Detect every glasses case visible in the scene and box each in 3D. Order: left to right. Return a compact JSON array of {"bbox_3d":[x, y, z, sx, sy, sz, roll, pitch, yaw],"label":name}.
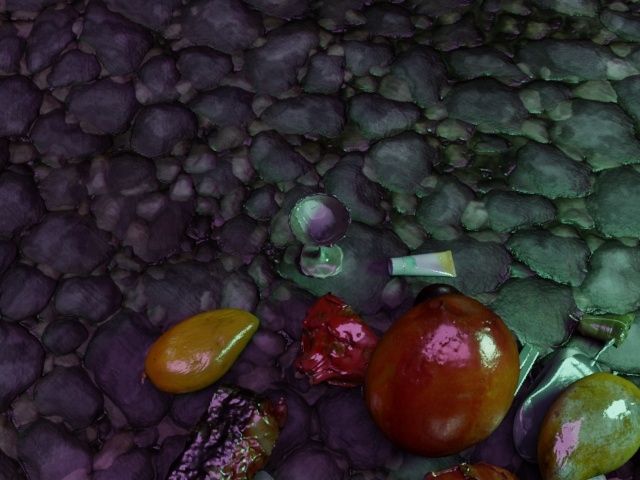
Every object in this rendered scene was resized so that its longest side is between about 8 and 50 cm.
[{"bbox_3d":[0.461,0.336,1.671,0.039,0.078,0.184,31,68,14],"label":"glasses case"}]

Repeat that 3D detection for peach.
[{"bbox_3d":[0.268,0.290,1.533,0.372,0.290,0.373,1,106,5],"label":"peach"}]

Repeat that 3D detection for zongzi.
[{"bbox_3d":[0.705,0.198,1.764,0.154,0.062,0.130,21,43,27],"label":"zongzi"}]

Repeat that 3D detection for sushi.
[{"bbox_3d":[-0.203,0.474,1.546,0.181,0.196,0.343,26,62,13],"label":"sushi"}]

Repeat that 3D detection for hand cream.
[{"bbox_3d":[0.266,0.064,1.826,0.174,0.047,0.076,-2,63,-10],"label":"hand cream"}]

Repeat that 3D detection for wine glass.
[{"bbox_3d":[0.000,0.000,1.750,0.156,0.232,0.156,-1,63,1],"label":"wine glass"}]

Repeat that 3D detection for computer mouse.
[{"bbox_3d":[0.578,0.364,1.646,0.379,0.090,0.167,-43,91,-18],"label":"computer mouse"}]

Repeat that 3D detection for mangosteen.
[{"bbox_3d":[0.302,0.178,1.725,0.152,0.152,0.153,0,64,0],"label":"mangosteen"}]

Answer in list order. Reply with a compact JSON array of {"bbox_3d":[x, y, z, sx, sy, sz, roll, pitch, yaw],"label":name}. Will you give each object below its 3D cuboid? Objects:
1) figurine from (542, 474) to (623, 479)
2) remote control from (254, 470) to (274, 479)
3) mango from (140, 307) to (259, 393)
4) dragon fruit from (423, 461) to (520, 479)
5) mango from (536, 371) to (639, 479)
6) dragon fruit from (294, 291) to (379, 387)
[{"bbox_3d":[0.613,0.576,1.526,0.275,0.133,0.200,12,82,7],"label":"figurine"},{"bbox_3d":[-0.186,0.616,1.562,0.072,0.042,0.222,37,71,18],"label":"remote control"},{"bbox_3d":[-0.291,0.265,1.690,0.316,0.119,0.176,-33,61,-20],"label":"mango"},{"bbox_3d":[0.292,0.602,1.468,0.250,0.250,0.315,31,62,14],"label":"dragon fruit"},{"bbox_3d":[0.581,0.415,1.511,0.316,0.146,0.193,-36,81,-21],"label":"mango"},{"bbox_3d":[0.027,0.264,1.680,0.262,0.134,0.211,41,75,18],"label":"dragon fruit"}]
